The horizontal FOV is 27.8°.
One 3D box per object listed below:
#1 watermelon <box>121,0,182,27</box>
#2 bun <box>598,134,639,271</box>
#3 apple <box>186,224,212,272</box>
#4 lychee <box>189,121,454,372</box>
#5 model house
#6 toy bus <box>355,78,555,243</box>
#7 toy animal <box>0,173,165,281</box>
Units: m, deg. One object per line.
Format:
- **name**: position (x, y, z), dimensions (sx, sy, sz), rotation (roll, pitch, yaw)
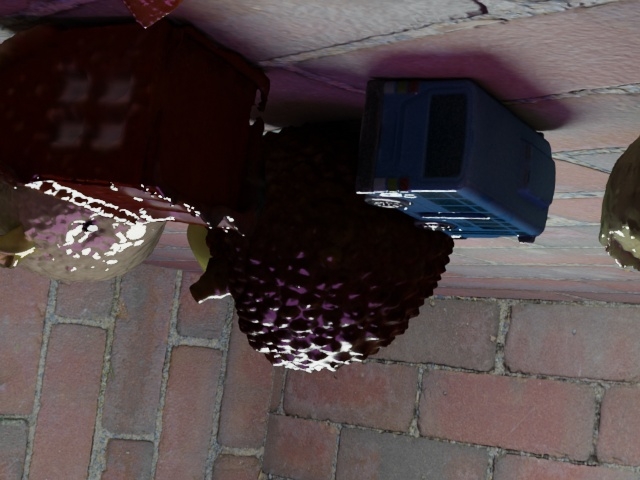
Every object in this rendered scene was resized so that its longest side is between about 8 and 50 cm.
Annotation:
- **watermelon**: position (-0.095, -0.168, 0.746), dimensions (0.125, 0.094, 0.135), rotation (0, 179, -6)
- **bun**: position (0.383, -0.032, 1.156), dimensions (0.259, 0.152, 0.259), rotation (19, 172, 3)
- **apple**: position (-0.089, -0.005, 1.818), dimensions (0.200, 0.200, 0.200), rotation (7, 174, 1)
- **lychee**: position (0.000, 0.000, 1.406), dimensions (0.304, 0.275, 0.276), rotation (-19, -179, -16)
- **model house**: position (-0.195, -0.102, 1.173), dimensions (0.254, 0.160, 0.196), rotation (7, 174, 24)
- **toy bus**: position (0.137, -0.071, 1.243), dimensions (0.134, 0.116, 0.234), rotation (0, 169, 29)
- **toy animal**: position (-0.311, -0.042, 1.652), dimensions (0.227, 0.188, 0.358), rotation (1, 163, -14)
